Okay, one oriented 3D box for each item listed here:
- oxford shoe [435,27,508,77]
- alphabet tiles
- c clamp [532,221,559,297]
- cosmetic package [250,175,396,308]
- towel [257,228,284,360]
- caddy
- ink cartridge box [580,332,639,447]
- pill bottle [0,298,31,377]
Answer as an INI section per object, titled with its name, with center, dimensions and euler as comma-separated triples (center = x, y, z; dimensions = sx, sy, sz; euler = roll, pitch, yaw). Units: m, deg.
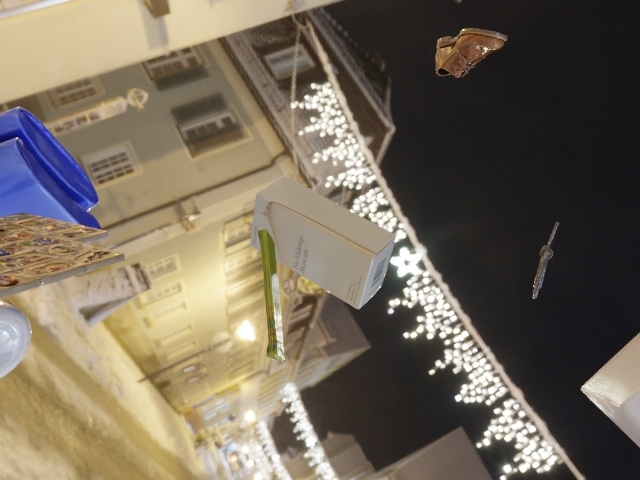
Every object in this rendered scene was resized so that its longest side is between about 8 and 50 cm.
[oxford shoe]
center = 0.271, -0.337, 1.120
dimensions = 0.212, 0.076, 0.076
euler = -152, -107, -76
[alphabet tiles]
center = -0.298, 0.011, 0.556
dimensions = 0.237, 0.198, 0.009
euler = 11, -71, 34
[c clamp]
center = 0.416, 0.039, 1.154
dimensions = 0.022, 0.160, 0.137
euler = 18, -75, 18
[cosmetic package]
center = 0.000, 0.000, 1.383
dimensions = 0.309, 0.113, 0.160
euler = 28, -49, 21
[towel]
center = -0.092, 0.104, 1.151
dimensions = 0.102, 0.021, 0.237
euler = 75, 8, -72
[caddy]
center = -0.599, -0.096, 1.245
dimensions = 0.341, 0.179, 0.241
euler = 62, 2, -46
[ink cartridge box]
center = 0.445, 0.189, 0.603
dimensions = 0.270, 0.198, 0.197
euler = 46, 3, 15
[pill bottle]
center = -0.808, 0.163, 1.356
dimensions = 0.333, 0.188, 0.188
euler = 25, -38, 30
